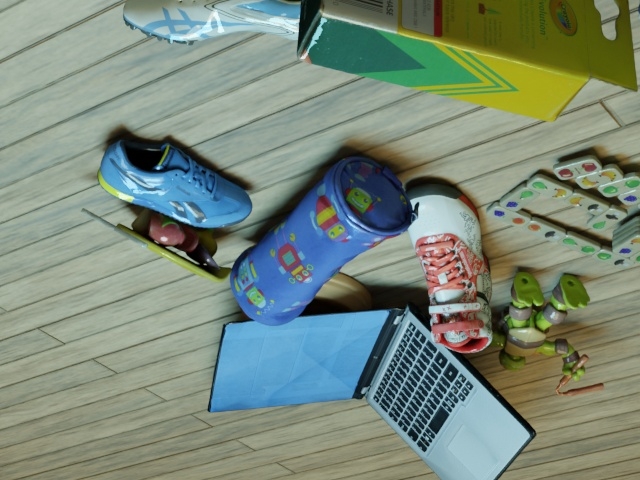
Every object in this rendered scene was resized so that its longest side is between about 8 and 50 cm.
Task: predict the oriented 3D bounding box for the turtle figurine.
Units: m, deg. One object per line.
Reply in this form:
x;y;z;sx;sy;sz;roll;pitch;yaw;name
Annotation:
0.315;0.133;2.036;0.270;0.087;0.217;15;140;-4;turtle figurine

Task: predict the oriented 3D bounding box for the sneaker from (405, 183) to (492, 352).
0.175;0.047;1.850;0.090;0.145;0.270;-7;147;16;sneaker

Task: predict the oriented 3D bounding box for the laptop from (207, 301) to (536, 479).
0.060;0.273;2.107;0.408;0.236;0.382;46;157;14;laptop

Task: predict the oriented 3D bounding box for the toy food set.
-0.195;-0.012;1.840;0.128;0.071;0.218;27;177;38;toy food set

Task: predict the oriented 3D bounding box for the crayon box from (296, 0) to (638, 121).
0.142;-0.236;1.339;0.319;0.202;0.081;12;148;-14;crayon box

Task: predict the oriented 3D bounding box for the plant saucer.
-0.023;0.104;2.062;0.200;0.037;0.200;2;149;1;plant saucer

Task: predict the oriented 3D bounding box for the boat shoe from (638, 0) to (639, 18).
0.403;-0.283;1.308;0.158;0.127;0.340;-4;149;-3;boat shoe

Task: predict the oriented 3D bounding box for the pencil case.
0.000;0.000;1.817;0.119;0.133;0.306;51;138;1;pencil case

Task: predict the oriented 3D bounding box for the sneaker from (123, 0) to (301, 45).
-0.093;-0.255;1.458;0.237;0.085;0.086;0;122;11;sneaker

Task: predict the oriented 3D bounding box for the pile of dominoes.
0.370;-0.022;1.801;0.251;0.040;0.196;20;148;-21;pile of dominoes

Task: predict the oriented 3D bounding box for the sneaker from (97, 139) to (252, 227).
-0.174;-0.075;1.755;0.209;0.069;0.082;17;142;-22;sneaker
